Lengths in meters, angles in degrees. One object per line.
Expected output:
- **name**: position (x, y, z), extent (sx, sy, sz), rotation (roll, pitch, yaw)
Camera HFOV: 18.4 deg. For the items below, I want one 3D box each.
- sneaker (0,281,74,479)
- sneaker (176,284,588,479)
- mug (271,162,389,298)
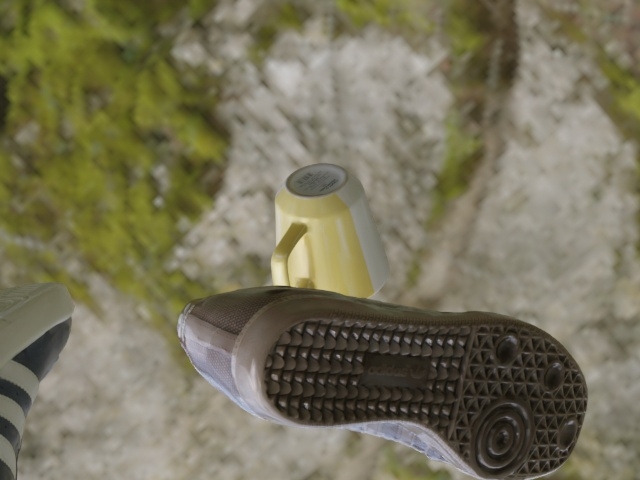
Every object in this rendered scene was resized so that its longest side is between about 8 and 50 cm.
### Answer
- **sneaker**: position (-0.240, 0.141, 1.280), extent (0.350, 0.131, 0.148), rotation (-55, -49, -64)
- **sneaker**: position (0.028, 0.048, 0.785), extent (0.188, 0.066, 0.071), rotation (19, -177, -41)
- **mug**: position (0.003, -0.002, 1.054), extent (0.078, 0.062, 0.064), rotation (-99, -1, -57)
